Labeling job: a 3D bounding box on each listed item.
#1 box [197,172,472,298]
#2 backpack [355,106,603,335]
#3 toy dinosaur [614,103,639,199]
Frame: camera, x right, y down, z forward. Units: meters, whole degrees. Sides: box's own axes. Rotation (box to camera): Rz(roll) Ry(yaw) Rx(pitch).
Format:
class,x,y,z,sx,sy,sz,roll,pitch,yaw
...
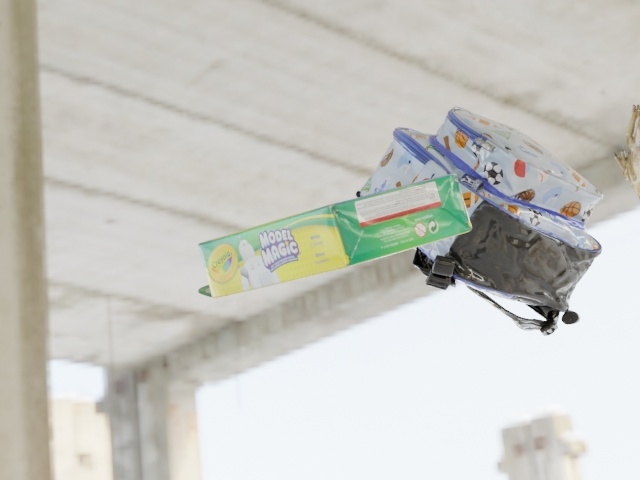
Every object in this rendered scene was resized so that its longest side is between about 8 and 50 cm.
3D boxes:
class,x,y,z,sx,sy,sz,roll,pitch,yaw
box,0.000,0.000,0.952,0.105,0.043,0.179,-15,-2,-36
backpack,0.185,-0.042,1.791,0.276,0.213,0.263,25,5,-46
toy dinosaur,0.303,-0.058,1.382,0.053,0.183,0.092,-7,22,12
